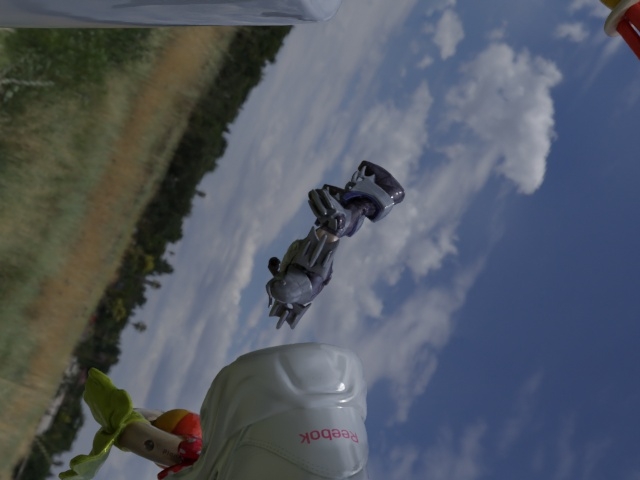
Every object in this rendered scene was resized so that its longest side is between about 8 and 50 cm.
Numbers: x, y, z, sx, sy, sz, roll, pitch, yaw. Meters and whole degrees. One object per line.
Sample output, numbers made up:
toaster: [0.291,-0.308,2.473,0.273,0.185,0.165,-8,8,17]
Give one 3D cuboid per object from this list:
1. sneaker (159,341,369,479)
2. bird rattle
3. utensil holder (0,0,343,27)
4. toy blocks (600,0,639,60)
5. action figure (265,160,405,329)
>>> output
sneaker: [-0.035,0.158,0.392,0.232,0.090,0.115,110,-25,-42]
bird rattle: [-0.176,0.242,0.971,0.207,0.254,0.143,27,71,-74]
utensil holder: [-0.181,-0.266,0.405,0.327,0.386,0.327,5,90,-80]
toy blocks: [0.281,-0.191,0.613,0.123,0.054,0.148,-50,-117,36]
action figure: [0.000,0.000,1.010,0.185,0.099,0.285,-49,180,39]
